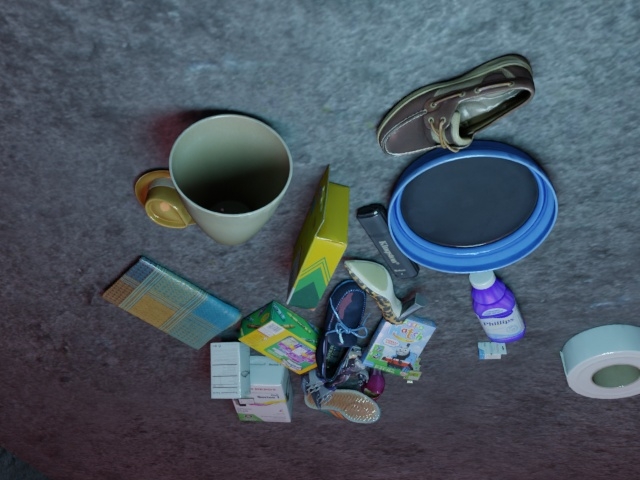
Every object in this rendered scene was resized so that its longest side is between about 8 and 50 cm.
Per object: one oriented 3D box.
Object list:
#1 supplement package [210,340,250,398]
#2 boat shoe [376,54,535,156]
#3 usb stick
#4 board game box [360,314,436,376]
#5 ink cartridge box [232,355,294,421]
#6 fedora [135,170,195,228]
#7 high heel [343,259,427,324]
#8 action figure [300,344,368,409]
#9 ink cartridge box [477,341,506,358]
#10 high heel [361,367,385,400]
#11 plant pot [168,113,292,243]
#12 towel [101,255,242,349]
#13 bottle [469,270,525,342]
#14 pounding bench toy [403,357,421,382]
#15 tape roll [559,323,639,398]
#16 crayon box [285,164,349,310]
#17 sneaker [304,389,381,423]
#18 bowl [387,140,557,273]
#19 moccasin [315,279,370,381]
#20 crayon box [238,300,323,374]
[{"bbox_3d":[-0.298,0.428,1.853,0.105,0.179,0.105,-4,171,11],"label":"supplement package"},{"bbox_3d":[0.268,-0.248,1.137,0.342,0.123,0.123,-21,130,25],"label":"boat shoe"},{"bbox_3d":[0.182,0.009,1.473,0.077,0.045,0.278,-15,133,26],"label":"usb stick"},{"bbox_3d":[0.242,0.323,1.754,0.160,0.039,0.211,18,114,-12],"label":"board game box"},{"bbox_3d":[-0.214,0.542,2.026,0.201,0.117,0.278,0,136,7],"label":"ink cartridge box"},{"bbox_3d":[-0.381,-0.088,1.414,0.194,0.079,0.194,3,137,3],"label":"fedora"},{"bbox_3d":[0.149,0.155,1.589,0.261,0.093,0.186,30,146,-7],"label":"high heel"},{"bbox_3d":[0.077,0.441,1.862,0.285,0.099,0.185,-35,128,12],"label":"action figure"},{"bbox_3d":[0.549,0.353,1.787,0.083,0.048,0.028,-3,136,11],"label":"ink cartridge box"},{"bbox_3d":[0.190,0.543,1.978,0.082,0.117,0.244,9,136,-2],"label":"high heel"},{"bbox_3d":[-0.208,-0.104,1.285,0.256,0.257,0.274,11,153,-5],"label":"plant pot"},{"bbox_3d":[-0.467,0.203,1.761,0.370,0.040,0.271,36,128,-25],"label":"towel"},{"bbox_3d":[0.496,0.183,1.584,0.118,0.092,0.283,-15,132,23],"label":"bottle"},{"bbox_3d":[0.307,0.439,1.893,0.052,0.065,0.083,7,137,-2],"label":"pounding bench toy"},{"bbox_3d":[0.908,0.383,1.741,0.286,0.100,0.286,3,137,3],"label":"tape roll"},{"bbox_3d":[0.000,0.000,1.372,0.081,0.202,0.318,14,137,-9],"label":"crayon box"},{"bbox_3d":[0.096,0.602,2.044,0.302,0.108,0.121,6,160,32],"label":"sneaker"},{"bbox_3d":[0.358,-0.073,1.344,0.391,0.077,0.391,4,136,4],"label":"bowl"},{"bbox_3d":[0.075,0.281,1.670,0.137,0.117,0.342,4,121,-12],"label":"moccasin"},{"bbox_3d":[-0.106,0.321,1.807,0.278,0.081,0.165,36,129,-29],"label":"crayon box"}]
